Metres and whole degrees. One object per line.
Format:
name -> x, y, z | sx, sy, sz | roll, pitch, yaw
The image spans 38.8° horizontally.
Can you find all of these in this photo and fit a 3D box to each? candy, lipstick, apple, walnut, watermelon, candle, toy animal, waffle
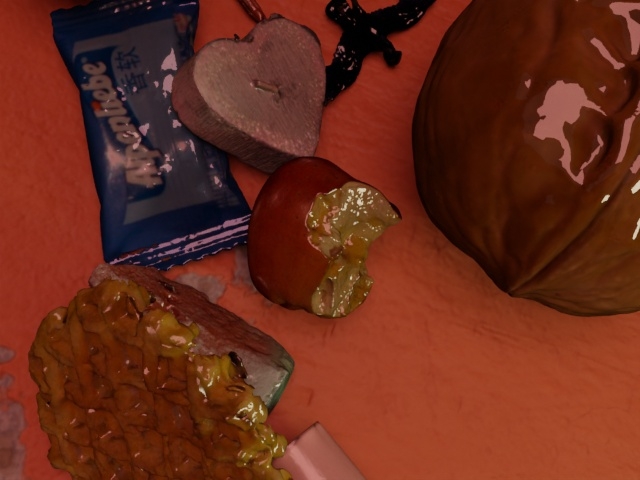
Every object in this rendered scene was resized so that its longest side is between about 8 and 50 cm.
candy -> -0.187, -0.130, 1.030 | 0.187, 0.077, 0.331 | -16, 83, -1
lipstick -> 0.069, 0.338, 0.925 | 0.087, 0.087, 0.327 | -39, 80, -12
apple -> -0.007, 0.000, 0.974 | 0.147, 0.156, 0.158 | 29, 86, 20
walnut -> 0.278, -0.117, 0.941 | 0.354, 0.308, 0.398 | 23, 74, 2
watermelon -> -0.147, 0.111, 0.970 | 0.241, 0.094, 0.154 | 41, 70, 5
candle -> -0.063, -0.155, 1.016 | 0.192, 0.068, 0.168 | -31, 96, -39
candle -> -0.094, -0.297, 1.104 | 0.026, 0.021, 0.167 | -39, 83, 15
toy animal -> 0.055, -0.252, 1.092 | 0.108, 0.062, 0.220 | 45, 76, -14
waffle -> -0.156, 0.193, 0.869 | 0.325, 0.302, 0.068 | 48, 39, 2
